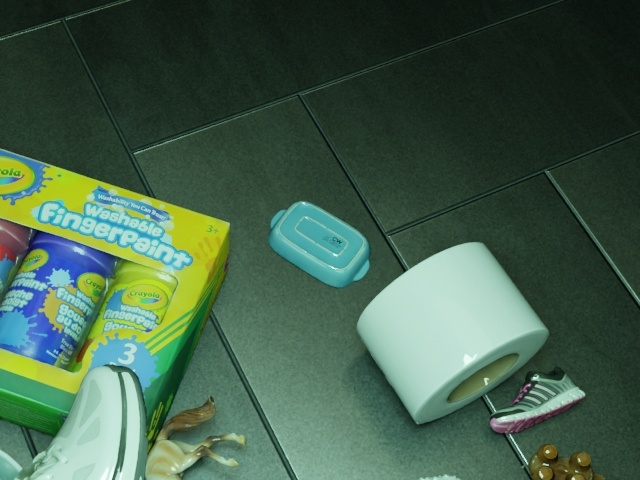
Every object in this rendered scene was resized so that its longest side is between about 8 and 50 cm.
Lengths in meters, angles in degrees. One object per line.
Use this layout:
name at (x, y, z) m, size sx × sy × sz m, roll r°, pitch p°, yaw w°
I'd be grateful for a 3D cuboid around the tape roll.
tape roll at (0.200, 0.141, 1.592) m, size 0.246 × 0.246 × 0.169 m, roll -26°, pitch 66°, yaw -19°

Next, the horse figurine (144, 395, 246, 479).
horse figurine at (-0.201, 0.360, 1.516) m, size 0.175 × 0.066 × 0.263 m, roll 0°, pitch 71°, yaw 8°

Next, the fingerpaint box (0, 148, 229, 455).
fingerpaint box at (-0.408, 0.088, 1.603) m, size 0.445 × 0.163 × 0.371 m, roll 19°, pitch 61°, yaw 4°

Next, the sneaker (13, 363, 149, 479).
sneaker at (-0.370, 0.331, 1.257) m, size 0.258 × 0.169 × 0.447 m, roll 22°, pitch 58°, yaw -22°

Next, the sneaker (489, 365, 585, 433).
sneaker at (0.330, 0.247, 1.651) m, size 0.170 × 0.063 × 0.074 m, roll -18°, pitch 64°, yaw -21°

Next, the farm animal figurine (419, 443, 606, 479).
farm animal figurine at (0.309, 0.468, 1.474) m, size 0.327 × 0.172 × 0.330 m, roll -14°, pitch 70°, yaw 0°

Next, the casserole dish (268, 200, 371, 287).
casserole dish at (0.000, 0.000, 1.771) m, size 0.188 × 0.037 × 0.114 m, roll 32°, pitch 63°, yaw 11°

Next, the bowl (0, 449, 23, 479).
bowl at (-0.510, 0.431, 1.397) m, size 0.312 × 0.163 × 0.311 m, roll 2°, pitch 61°, yaw -4°
